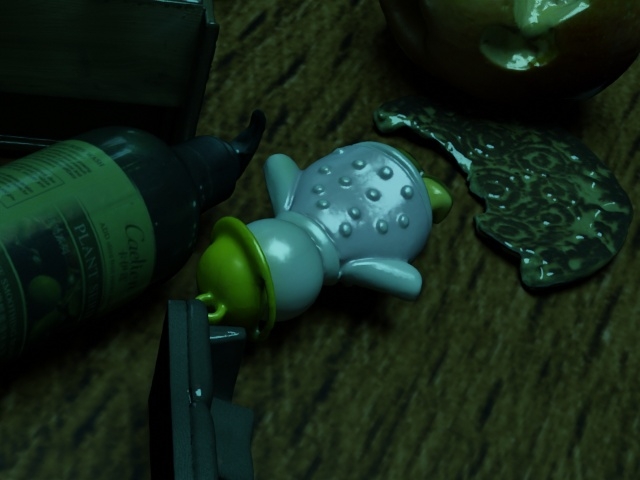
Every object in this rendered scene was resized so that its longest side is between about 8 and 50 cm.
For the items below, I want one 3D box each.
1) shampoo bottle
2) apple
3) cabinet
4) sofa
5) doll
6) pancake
[{"bbox_3d":[-0.143,-0.003,0.946,0.101,0.101,0.284,39,44,24],"label":"shampoo bottle"},{"bbox_3d":[0.132,-0.182,1.197,0.199,0.199,0.199,10,41,-9],"label":"apple"},{"bbox_3d":[-0.169,-0.156,1.074,0.174,0.148,0.215,5,43,-15],"label":"cabinet"},{"bbox_3d":[-0.053,0.109,0.866,0.060,0.085,0.147,4,41,-11],"label":"sofa"},{"bbox_3d":[0.000,0.000,1.011,0.129,0.081,0.207,43,49,19],"label":"doll"},{"bbox_3d":[0.124,-0.036,1.144,0.184,0.020,0.190,12,39,-8],"label":"pancake"}]
